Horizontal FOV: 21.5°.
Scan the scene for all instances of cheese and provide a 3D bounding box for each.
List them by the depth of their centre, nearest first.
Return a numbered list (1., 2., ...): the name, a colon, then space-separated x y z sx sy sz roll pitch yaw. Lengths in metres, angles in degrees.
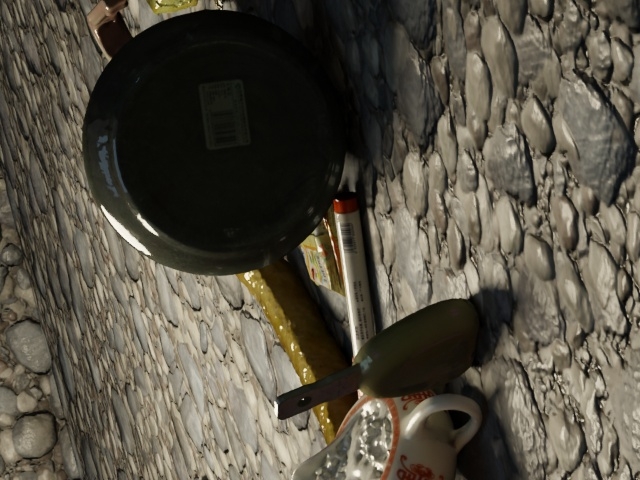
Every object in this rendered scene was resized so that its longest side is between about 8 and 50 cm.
1. cheese: 0.047 0.110 1.444 0.037 0.192 0.097 56 156 36

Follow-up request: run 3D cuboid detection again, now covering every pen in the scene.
1. pen: 0.039 0.065 1.683 0.028 0.028 0.239 -145 44 -62

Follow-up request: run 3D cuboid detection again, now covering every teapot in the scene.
1. teapot: 0.071 0.201 1.559 0.245 0.116 0.159 -50 18 41
2. teapot: -0.141 -0.115 1.716 0.300 0.253 0.344 61 168 -8

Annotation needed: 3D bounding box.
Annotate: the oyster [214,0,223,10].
1. oyster: -0.123 -0.298 1.876 0.054 0.019 0.083 -132 33 -54

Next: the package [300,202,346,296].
1. package: 0.001 0.000 1.739 0.121 0.031 0.108 -162 59 -73

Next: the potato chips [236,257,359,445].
1. potato chips: -0.012 0.132 1.803 0.407 0.080 0.057 63 144 41

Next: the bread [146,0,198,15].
1. bread: -0.181 -0.337 1.944 0.156 0.064 0.117 92 154 -43
